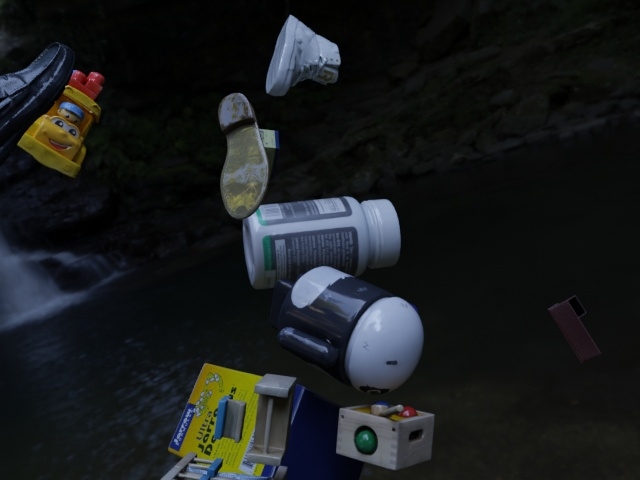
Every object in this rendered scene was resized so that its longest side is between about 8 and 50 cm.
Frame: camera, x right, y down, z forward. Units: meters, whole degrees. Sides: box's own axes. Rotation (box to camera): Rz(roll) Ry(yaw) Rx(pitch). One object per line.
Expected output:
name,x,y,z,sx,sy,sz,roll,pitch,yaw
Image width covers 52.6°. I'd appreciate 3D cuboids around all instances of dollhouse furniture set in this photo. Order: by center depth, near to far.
dollhouse furniture set,-0.103,0.243,0.750,0.129,0.183,0.129,7,-2,5

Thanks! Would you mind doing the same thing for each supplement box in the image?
supplement box,-0.102,0.377,1.244,0.356,0.194,0.195,-3,59,51
supplement box,-0.129,-0.172,1.280,0.083,0.083,0.056,4,46,-12

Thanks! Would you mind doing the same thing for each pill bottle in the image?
pill bottle,0.000,0.000,1.593,0.361,0.204,0.204,-6,6,-12

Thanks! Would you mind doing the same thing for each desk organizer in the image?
desk organizer,0.547,0.187,1.375,0.047,0.130,0.050,-16,-18,-44

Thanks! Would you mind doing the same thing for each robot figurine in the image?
robot figurine,0.040,0.150,1.103,0.278,0.173,0.209,22,59,35

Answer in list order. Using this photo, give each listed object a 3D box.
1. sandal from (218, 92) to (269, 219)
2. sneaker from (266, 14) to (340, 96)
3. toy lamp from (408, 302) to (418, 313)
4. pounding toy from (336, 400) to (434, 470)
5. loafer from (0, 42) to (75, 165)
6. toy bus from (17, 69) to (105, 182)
sandal,-0.121,-0.135,1.113,0.088,0.240,0.079,-16,-24,14
sneaker,-0.029,-0.418,1.548,0.108,0.169,0.292,-49,23,43
toy lamp,0.139,0.186,1.695,0.275,0.080,0.080,10,-13,-40
pounding toy,0.102,0.287,0.997,0.130,0.100,0.141,2,-5,39
loafer,-0.396,-0.176,0.820,0.076,0.078,0.223,7,59,43
toy bus,-0.493,-0.240,1.253,0.211,0.149,0.220,-54,33,-1
